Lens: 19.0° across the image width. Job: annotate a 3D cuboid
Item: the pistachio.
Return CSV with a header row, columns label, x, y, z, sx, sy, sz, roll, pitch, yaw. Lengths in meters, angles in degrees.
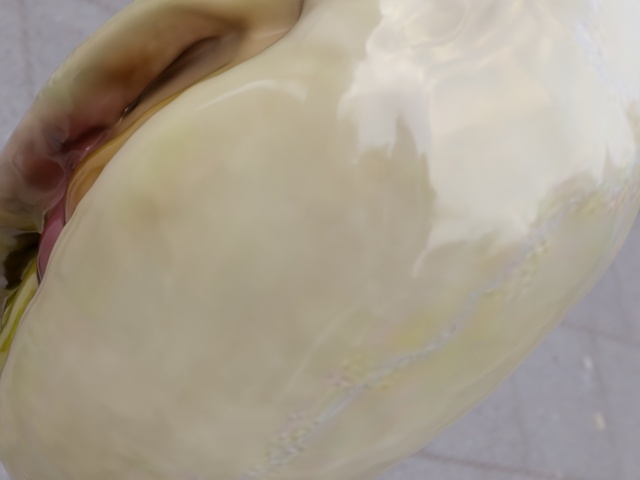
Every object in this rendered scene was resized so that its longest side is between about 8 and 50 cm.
label,x,y,z,sx,sy,sz,roll,pitch,yaw
pistachio,0.000,0.000,0.441,0.145,0.200,0.117,8,43,-37
